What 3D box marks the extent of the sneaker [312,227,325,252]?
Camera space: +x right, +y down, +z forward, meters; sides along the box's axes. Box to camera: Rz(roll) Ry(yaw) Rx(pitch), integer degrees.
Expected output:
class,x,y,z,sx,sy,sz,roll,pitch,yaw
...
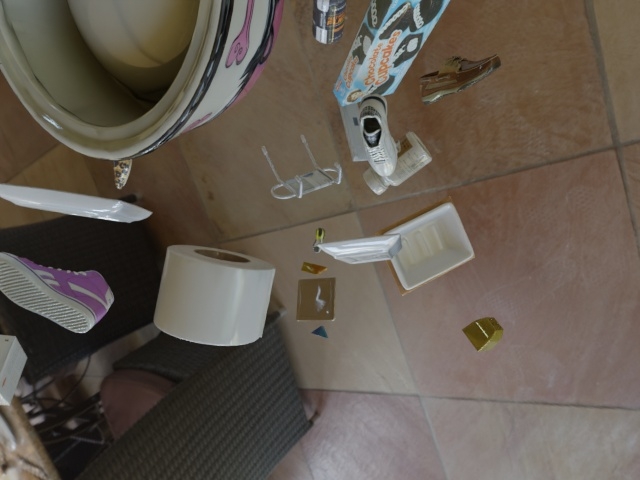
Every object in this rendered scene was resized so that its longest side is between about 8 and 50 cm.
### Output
class,x,y,z,sx,sy,sz,roll,pitch,yaw
sneaker,0.000,0.000,1.355,0.031,0.035,0.083,18,102,25

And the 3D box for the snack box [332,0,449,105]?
class,x,y,z,sx,sy,sz,roll,pitch,yaw
snack box,0.165,-0.475,1.033,0.060,0.187,0.322,60,153,14

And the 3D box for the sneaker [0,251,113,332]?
class,x,y,z,sx,sy,sz,roll,pitch,yaw
sneaker,-0.666,0.106,1.072,0.282,0.161,0.102,39,116,-12

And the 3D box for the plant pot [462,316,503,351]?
class,x,y,z,sx,sy,sz,roll,pitch,yaw
plant pot,0.495,0.274,1.271,0.083,0.081,0.081,-55,47,29

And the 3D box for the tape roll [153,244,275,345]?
class,x,y,z,sx,sy,sz,roll,pitch,yaw
tape roll,-0.239,0.116,0.968,0.246,0.246,0.169,13,94,29

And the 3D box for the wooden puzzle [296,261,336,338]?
class,x,y,z,sx,sy,sz,roll,pitch,yaw
wooden puzzle,-0.006,0.093,0.672,0.078,0.014,0.117,0,75,31

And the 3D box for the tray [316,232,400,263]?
class,x,y,z,sx,sy,sz,roll,pitch,yaw
tray,0.090,0.022,0.842,0.145,0.270,0.030,-8,83,11

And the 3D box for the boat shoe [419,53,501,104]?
class,x,y,z,sx,sy,sz,roll,pitch,yaw
boat shoe,0.470,-0.587,1.503,0.324,0.122,0.120,-7,115,56

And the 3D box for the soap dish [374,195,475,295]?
class,x,y,z,sx,sy,sz,roll,pitch,yaw
soap dish,0.344,0.016,1.422,0.229,0.290,0.118,65,173,-6

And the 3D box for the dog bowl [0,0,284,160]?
class,x,y,z,sx,sy,sz,roll,pitch,yaw
dog bowl,-0.218,-0.306,0.484,0.407,0.150,0.408,11,113,26

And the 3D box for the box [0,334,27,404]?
class,x,y,z,sx,sy,sz,roll,pitch,yaw
box,-0.815,0.322,1.053,0.090,0.130,0.170,11,143,-17

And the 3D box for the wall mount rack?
class,x,y,z,sx,sy,sz,roll,pitch,yaw
wall mount rack,-0.082,-0.315,1.817,0.304,0.349,0.131,42,144,38

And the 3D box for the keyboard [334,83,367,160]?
class,x,y,z,sx,sy,sz,roll,pitch,yaw
keyboard,0.102,-0.373,1.333,0.014,0.072,0.256,-21,80,53

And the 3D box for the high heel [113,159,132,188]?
class,x,y,z,sx,sy,sz,roll,pitch,yaw
high heel,-0.697,-0.295,1.347,0.093,0.186,0.261,51,129,53

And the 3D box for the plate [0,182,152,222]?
class,x,y,z,sx,sy,sz,roll,pitch,yaw
plate,-0.577,-0.082,1.015,0.277,0.277,0.045,9,88,-8

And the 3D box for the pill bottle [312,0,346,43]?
class,x,y,z,sx,sy,sz,roll,pitch,yaw
pill bottle,0.034,-0.901,1.636,0.130,0.130,0.246,40,162,13

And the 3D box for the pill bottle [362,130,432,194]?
class,x,y,z,sx,sy,sz,roll,pitch,yaw
pill bottle,0.272,-0.273,1.527,0.229,0.131,0.131,-37,88,23

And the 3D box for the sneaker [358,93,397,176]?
class,x,y,z,sx,sy,sz,roll,pitch,yaw
sneaker,0.142,-0.248,1.084,0.090,0.095,0.235,-8,134,19
